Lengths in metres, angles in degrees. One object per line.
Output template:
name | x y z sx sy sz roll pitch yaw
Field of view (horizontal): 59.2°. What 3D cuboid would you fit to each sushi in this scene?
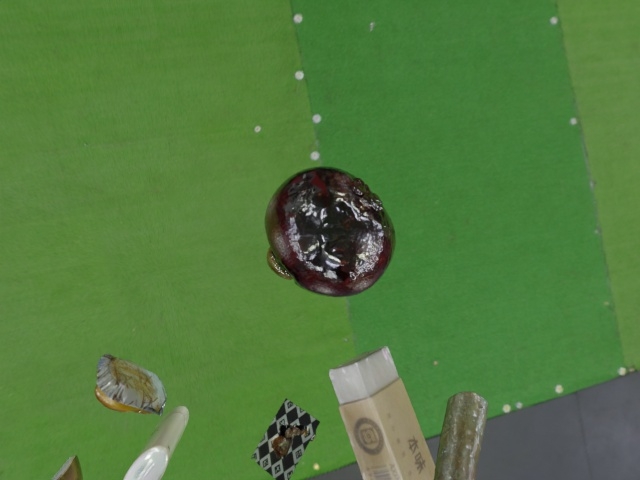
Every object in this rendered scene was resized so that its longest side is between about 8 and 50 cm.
sushi | -0.056 0.365 1.015 0.026 0.120 0.126 39 75 -33

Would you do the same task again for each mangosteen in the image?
mangosteen | 0.008 -0.009 1.230 0.293 0.297 0.297 -35 97 8

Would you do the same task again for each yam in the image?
yam | 0.176 0.259 0.711 0.054 0.054 0.132 32 53 -12

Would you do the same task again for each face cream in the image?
face cream | -0.451 0.579 1.577 0.081 0.348 0.174 36 91 -4

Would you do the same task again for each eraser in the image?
eraser | 0.131 0.379 1.043 0.144 0.078 0.344 -9 77 -58

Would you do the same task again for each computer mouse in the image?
computer mouse | -0.743 0.726 1.617 0.056 0.245 0.126 -4 103 7

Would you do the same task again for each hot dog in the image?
hot dog | -0.524 0.406 1.556 0.081 0.270 0.163 -31 56 6
